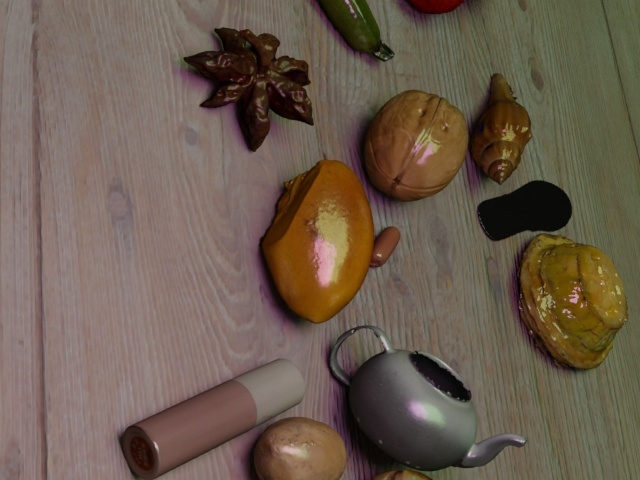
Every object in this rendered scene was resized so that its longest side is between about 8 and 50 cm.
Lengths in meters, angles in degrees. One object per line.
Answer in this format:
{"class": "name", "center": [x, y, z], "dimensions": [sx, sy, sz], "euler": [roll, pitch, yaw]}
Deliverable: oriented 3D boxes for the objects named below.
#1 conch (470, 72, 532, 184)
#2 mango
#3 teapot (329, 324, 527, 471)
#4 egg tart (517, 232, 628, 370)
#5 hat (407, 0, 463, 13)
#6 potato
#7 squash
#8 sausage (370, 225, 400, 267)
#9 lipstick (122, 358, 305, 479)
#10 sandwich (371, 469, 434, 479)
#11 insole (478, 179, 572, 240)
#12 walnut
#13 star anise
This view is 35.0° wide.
{"class": "conch", "center": [0.329, -0.221, 1.901], "dimensions": [0.093, 0.109, 0.330], "euler": [25, 45, -25]}
{"class": "mango", "center": [0.000, 0.000, 1.464], "dimensions": [0.154, 0.126, 0.252], "euler": [17, 60, -24]}
{"class": "teapot", "center": [0.138, 0.233, 1.445], "dimensions": [0.294, 0.129, 0.193], "euler": [40, 16, 10]}
{"class": "egg tart", "center": [0.482, 0.103, 1.887], "dimensions": [0.288, 0.118, 0.288], "euler": [25, 52, -36]}
{"class": "hat", "center": [0.275, -0.562, 1.921], "dimensions": [0.274, 0.242, 0.332], "euler": [42, 60, -5]}
{"class": "potato", "center": [-0.026, 0.286, 1.325], "dimensions": [0.147, 0.112, 0.112], "euler": [7, 67, -49]}
{"class": "squash", "center": [0.024, -0.435, 1.724], "dimensions": [0.318, 0.071, 0.080], "euler": [56, 43, -9]}
{"class": "sausage", "center": [0.101, 0.010, 1.619], "dimensions": [0.034, 0.034, 0.083], "euler": [51, 45, -14]}
{"class": "lipstick", "center": [-0.128, 0.220, 1.278], "dimensions": [0.254, 0.070, 0.070], "euler": [-19, 85, -46]}
{"class": "sandwich", "center": [0.152, 0.474, 1.407], "dimensions": [0.288, 0.100, 0.254], "euler": [36, 51, -26]}
{"class": "insole", "center": [0.399, -0.057, 1.954], "dimensions": [0.322, 0.007, 0.109], "euler": [-15, 81, -46]}
{"class": "walnut", "center": [0.156, -0.156, 1.661], "dimensions": [0.165, 0.165, 0.197], "euler": [51, 42, -14]}
{"class": "star anise", "center": [-0.091, -0.240, 1.510], "dimensions": [0.212, 0.111, 0.196], "euler": [-28, 99, -53]}
